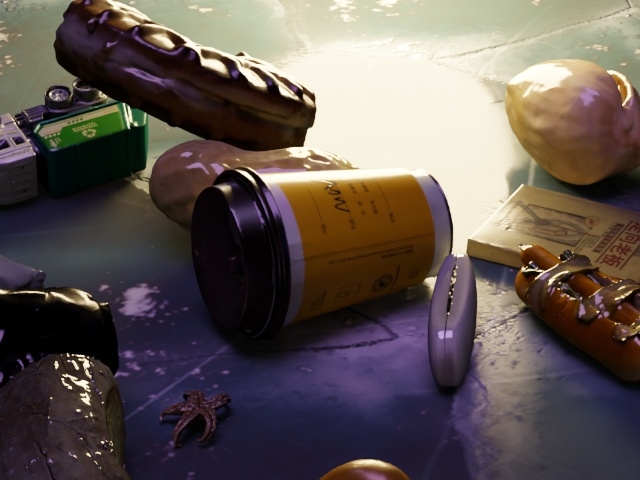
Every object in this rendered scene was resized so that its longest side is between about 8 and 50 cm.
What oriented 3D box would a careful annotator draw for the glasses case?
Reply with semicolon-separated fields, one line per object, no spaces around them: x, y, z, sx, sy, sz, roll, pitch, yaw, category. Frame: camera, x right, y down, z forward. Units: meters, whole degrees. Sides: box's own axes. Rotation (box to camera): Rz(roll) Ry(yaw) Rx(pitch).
0.145;0.085;1.937;0.049;0.076;0.197;0;31;10;glasses case

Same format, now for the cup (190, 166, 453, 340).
0.000;0.000;2.006;0.279;0.196;0.196;-11;30;-26;cup

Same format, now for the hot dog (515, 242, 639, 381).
0.304;0.075;1.945;0.109;0.072;0.269;-19;35;-29;hot dog

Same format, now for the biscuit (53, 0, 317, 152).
-0.152;-0.200;2.269;0.366;0.115;0.268;15;11;-44;biscuit

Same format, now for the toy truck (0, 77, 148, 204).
-0.340;-0.128;2.328;0.253;0.114;0.124;-20;45;-26;toy truck

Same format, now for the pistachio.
0.329;-0.156;2.279;0.157;0.157;0.229;-17;27;-22;pistachio

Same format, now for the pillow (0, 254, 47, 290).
-0.503;0.083;1.957;0.283;0.138;0.310;15;33;40;pillow

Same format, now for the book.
0.310;-0.001;2.116;0.230;0.026;0.161;15;35;28;book

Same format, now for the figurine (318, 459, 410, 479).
0.079;0.289;1.524;0.228;0.215;0.215;7;29;-11;figurine

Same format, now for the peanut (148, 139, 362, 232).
-0.064;-0.054;2.153;0.290;0.130;0.130;3;30;-2;peanut

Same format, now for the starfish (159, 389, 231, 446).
-0.129;0.180;1.854;0.078;0.028;0.091;-14;27;-12;starfish

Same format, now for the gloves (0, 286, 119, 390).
-0.340;0.112;1.786;0.301;0.197;0.152;12;47;-34;gloves

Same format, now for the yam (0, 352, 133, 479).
-0.245;0.224;1.678;0.154;0.154;0.254;-8;34;-7;yam
